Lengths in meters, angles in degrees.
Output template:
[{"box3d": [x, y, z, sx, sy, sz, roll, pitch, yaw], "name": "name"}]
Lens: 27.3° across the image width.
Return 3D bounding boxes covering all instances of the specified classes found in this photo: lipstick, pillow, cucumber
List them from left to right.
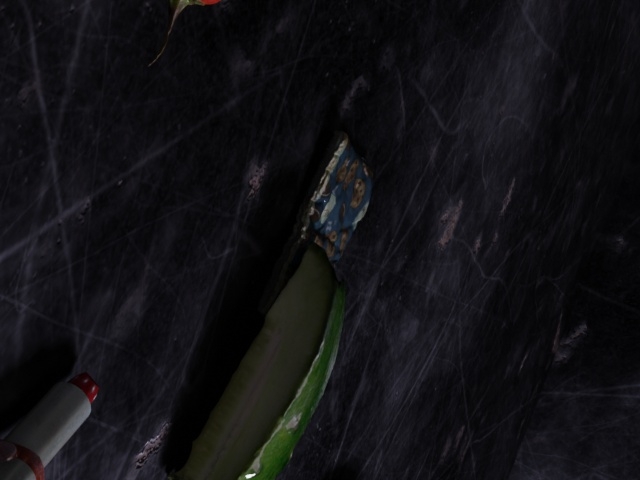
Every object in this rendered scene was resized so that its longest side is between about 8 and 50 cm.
[{"box3d": [-0.245, 0.168, 1.152, 0.186, 0.063, 0.057, -54, 155, -52], "name": "lipstick"}, {"box3d": [-0.043, 0.168, 1.534, 0.325, 0.105, 0.145, -62, 156, -11], "name": "cucumber"}, {"box3d": [0.000, 0.002, 1.646, 0.189, 0.034, 0.255, 46, 63, -69], "name": "pillow"}]

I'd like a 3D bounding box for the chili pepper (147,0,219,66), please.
[{"box3d": [-0.114, -0.235, 1.101, 0.086, 0.084, 0.192, 18, 88, -36], "name": "chili pepper"}]
